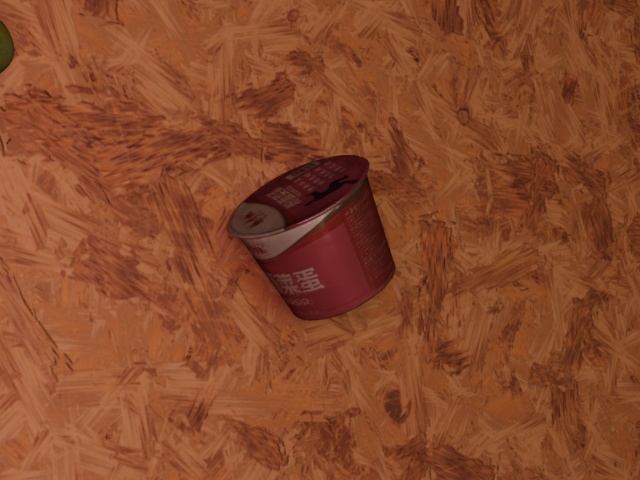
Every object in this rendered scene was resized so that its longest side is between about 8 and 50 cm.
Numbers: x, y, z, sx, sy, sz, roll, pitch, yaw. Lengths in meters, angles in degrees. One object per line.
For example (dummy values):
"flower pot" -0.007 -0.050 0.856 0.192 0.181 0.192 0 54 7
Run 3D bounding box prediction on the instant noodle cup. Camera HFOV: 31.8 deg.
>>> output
"instant noodle cup" 0.000 0.000 1.714 0.235 0.234 0.178 -42 116 -34

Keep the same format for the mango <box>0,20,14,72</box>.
"mango" -0.505 -0.237 1.427 0.251 0.114 0.156 -34 96 -35
